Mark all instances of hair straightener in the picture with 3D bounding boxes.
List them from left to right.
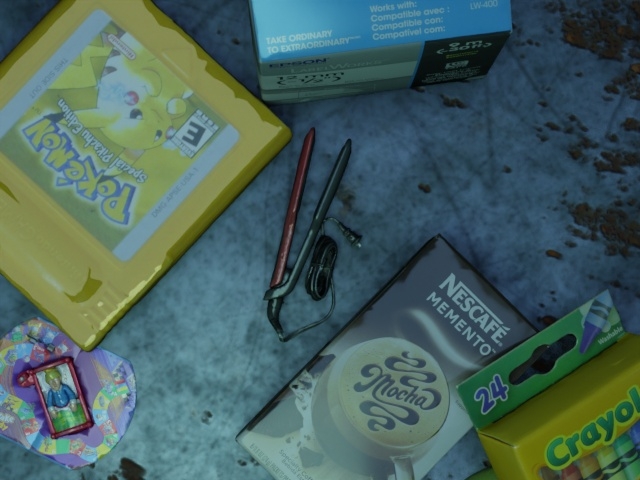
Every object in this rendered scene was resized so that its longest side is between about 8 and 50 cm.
[{"bbox_3d":[0.000,0.000,1.817,0.089,0.047,0.230,15,86,0],"label":"hair straightener"}]

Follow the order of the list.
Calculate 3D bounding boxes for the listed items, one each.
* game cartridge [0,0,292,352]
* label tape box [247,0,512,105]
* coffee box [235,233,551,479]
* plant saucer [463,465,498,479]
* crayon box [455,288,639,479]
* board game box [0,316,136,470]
[{"bbox_3d":[-0.239,-0.091,1.813,0.285,0.053,0.324,42,83,2],"label":"game cartridge"},{"bbox_3d":[0.054,-0.226,1.683,0.249,0.347,0.115,-7,87,-2],"label":"label tape box"},{"bbox_3d":[0.074,0.156,1.772,0.168,0.119,0.297,44,86,2],"label":"coffee box"},{"bbox_3d":[0.222,0.355,1.804,0.241,0.037,0.241,0,86,-1],"label":"plant saucer"},{"bbox_3d":[0.294,0.240,1.719,0.203,0.083,0.323,-31,106,-18],"label":"crayon box"},{"bbox_3d":[-0.282,0.164,1.808,0.168,0.033,0.133,26,86,1],"label":"board game box"}]
